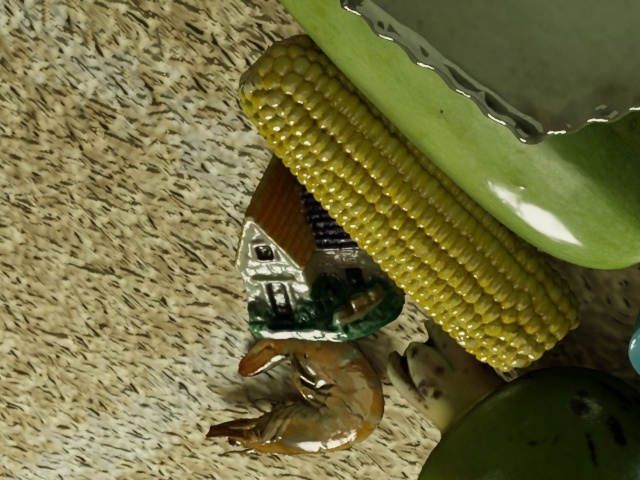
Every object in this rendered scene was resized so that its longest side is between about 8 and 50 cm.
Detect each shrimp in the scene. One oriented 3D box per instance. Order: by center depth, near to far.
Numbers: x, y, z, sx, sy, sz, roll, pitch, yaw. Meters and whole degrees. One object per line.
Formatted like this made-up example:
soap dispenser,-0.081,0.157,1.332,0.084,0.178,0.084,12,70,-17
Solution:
shrimp,-0.028,0.111,1.281,0.162,0.045,0.095,-14,117,34

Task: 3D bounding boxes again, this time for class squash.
squash,0.061,-0.124,1.023,0.370,0.118,0.118,41,131,-3

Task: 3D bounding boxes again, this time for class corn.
corn,0.052,-0.024,1.091,0.248,0.081,0.081,45,130,-11

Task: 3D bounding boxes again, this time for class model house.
model house,0.000,0.000,1.157,0.100,0.088,0.100,0,125,20

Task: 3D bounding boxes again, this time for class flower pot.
flower pot,0.135,-0.189,0.888,0.209,0.190,0.239,14,129,16

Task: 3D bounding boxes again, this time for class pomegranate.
pomegranate,0.126,0.157,1.173,0.210,0.179,0.179,24,134,33

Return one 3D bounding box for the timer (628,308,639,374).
timer,0.337,0.060,1.051,0.250,0.091,0.232,38,130,-11
